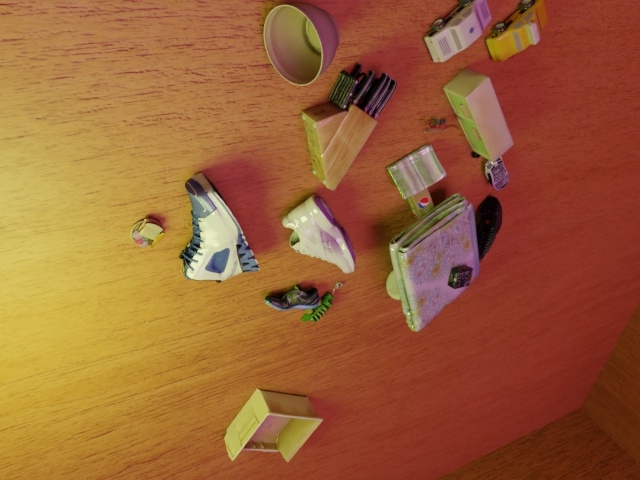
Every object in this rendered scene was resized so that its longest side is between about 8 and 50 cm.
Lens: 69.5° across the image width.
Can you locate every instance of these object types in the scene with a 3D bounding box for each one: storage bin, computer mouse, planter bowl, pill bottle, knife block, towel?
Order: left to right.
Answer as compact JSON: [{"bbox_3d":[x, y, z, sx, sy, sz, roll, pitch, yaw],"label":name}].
[{"bbox_3d":[-0.180,0.697,1.715,0.262,0.123,0.260,24,108,-39],"label":"storage bin"},{"bbox_3d":[-0.027,-0.432,0.990,0.109,0.162,0.162,-42,139,-34],"label":"planter bowl"},{"bbox_3d":[0.085,-0.294,1.180,0.241,0.088,0.276,-22,130,-13],"label":"knife block"},{"bbox_3d":[0.341,0.173,1.638,0.214,0.117,0.117,22,109,-39],"label":"pill bottle"},{"bbox_3d":[0.285,-0.203,1.360,0.152,0.023,0.113,-30,91,-8],"label":"towel"},{"bbox_3d":[0.374,0.072,1.490,0.320,0.090,0.375,-34,127,-20],"label":"towel"},{"bbox_3d":[0.566,-0.244,1.521,0.106,0.042,0.193,-39,127,-6],"label":"computer mouse"}]

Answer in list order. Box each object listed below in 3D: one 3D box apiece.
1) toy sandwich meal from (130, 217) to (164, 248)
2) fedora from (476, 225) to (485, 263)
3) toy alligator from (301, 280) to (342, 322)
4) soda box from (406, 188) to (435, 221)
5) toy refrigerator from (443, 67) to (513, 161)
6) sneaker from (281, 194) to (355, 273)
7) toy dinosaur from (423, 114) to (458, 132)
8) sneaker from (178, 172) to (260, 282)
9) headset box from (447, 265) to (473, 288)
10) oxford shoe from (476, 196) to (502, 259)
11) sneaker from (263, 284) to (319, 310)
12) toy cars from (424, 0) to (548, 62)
[{"bbox_3d":[-0.422,-0.015,1.132,0.085,0.029,0.086,-15,128,-20],"label":"toy sandwich meal"},{"bbox_3d":[0.548,0.040,1.686,0.194,0.079,0.195,-15,128,-19],"label":"fedora"},{"bbox_3d":[0.013,0.214,1.526,0.189,0.051,0.056,-44,132,5],"label":"toy alligator"},{"bbox_3d":[0.315,-0.116,1.455,0.058,0.061,0.181,-36,132,-3],"label":"soda box"},{"bbox_3d":[0.459,-0.355,1.339,0.094,0.102,0.269,-42,133,3],"label":"toy refrigerator"},{"bbox_3d":[0.000,0.000,1.348,0.152,0.114,0.305,-28,129,10],"label":"sneaker"},{"bbox_3d":[0.338,-0.331,1.314,0.082,0.090,0.047,-30,123,-50],"label":"toy dinosaur"},{"bbox_3d":[-0.284,0.007,1.161,0.182,0.127,0.316,-30,133,-11],"label":"sneaker"},{"bbox_3d":[0.456,0.118,1.493,0.083,0.032,0.062,-9,116,-36],"label":"headset box"},{"bbox_3d":[0.591,-0.031,1.614,0.096,0.082,0.227,32,79,-44],"label":"oxford shoe"},{"bbox_3d":[-0.090,0.175,1.443,0.188,0.067,0.078,0,101,-27],"label":"sneaker"},{"bbox_3d":[0.457,-0.552,1.207,0.393,0.087,0.177,-10,126,-23],"label":"toy cars"}]
